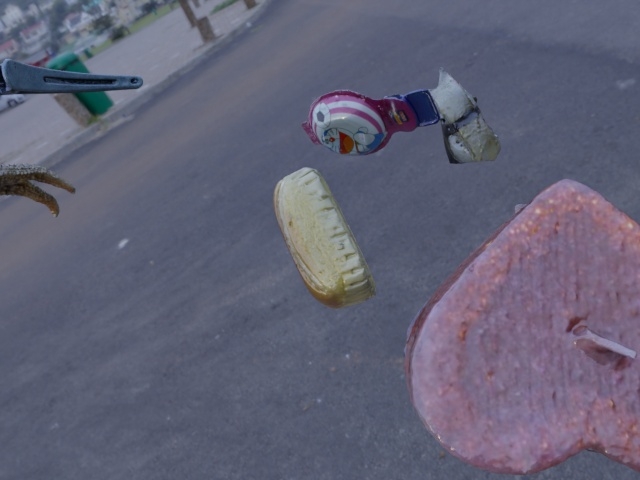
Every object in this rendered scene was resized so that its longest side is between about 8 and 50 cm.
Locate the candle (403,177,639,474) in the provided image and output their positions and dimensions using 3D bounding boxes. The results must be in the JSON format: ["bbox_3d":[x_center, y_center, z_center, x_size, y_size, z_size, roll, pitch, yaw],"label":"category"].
[{"bbox_3d":[0.246,0.083,0.579,0.317,0.287,0.131,3,-11,3],"label":"candle"}]

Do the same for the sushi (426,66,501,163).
[{"bbox_3d":[0.372,-0.316,1.555,0.134,0.272,0.109,-22,23,9],"label":"sushi"}]

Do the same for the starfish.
[{"bbox_3d":[-0.233,-0.051,0.379,0.130,0.133,0.041,143,143,-73],"label":"starfish"}]

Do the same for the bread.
[{"bbox_3d":[0.000,0.000,0.988,0.106,0.140,0.236,-26,66,3],"label":"bread"}]

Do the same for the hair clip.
[{"bbox_3d":[-0.411,-0.265,0.984,0.083,0.048,0.275,-6,9,32],"label":"hair clip"}]

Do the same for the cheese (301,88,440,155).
[{"bbox_3d":[0.081,-0.205,1.036,0.245,0.155,0.062,-6,51,29],"label":"cheese"}]
